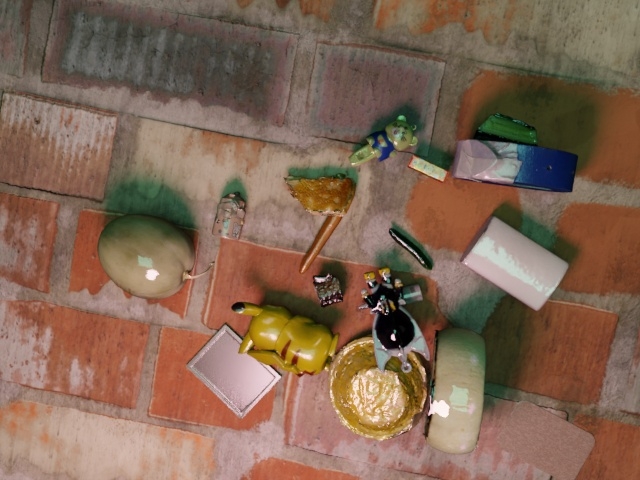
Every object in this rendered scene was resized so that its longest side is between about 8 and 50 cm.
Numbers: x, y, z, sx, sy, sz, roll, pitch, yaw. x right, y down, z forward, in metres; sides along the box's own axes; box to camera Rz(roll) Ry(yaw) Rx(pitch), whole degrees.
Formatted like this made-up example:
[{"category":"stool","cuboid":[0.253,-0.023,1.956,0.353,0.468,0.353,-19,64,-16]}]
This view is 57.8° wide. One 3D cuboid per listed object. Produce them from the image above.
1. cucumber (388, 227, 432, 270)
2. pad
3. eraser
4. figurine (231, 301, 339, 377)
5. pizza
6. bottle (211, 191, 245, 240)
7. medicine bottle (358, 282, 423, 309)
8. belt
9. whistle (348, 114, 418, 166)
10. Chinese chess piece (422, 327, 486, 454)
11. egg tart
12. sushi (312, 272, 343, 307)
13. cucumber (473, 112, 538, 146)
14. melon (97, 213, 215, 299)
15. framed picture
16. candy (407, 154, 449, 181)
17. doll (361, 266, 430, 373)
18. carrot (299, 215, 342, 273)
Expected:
[{"category":"cucumber","cuboid":[0.281,0.025,1.797,0.184,0.033,0.036,43,70,2]},{"category":"pad","cuboid":[0.700,0.624,1.800,0.266,0.002,0.176,27,94,3]},{"category":"eraser","cuboid":[0.581,0.066,1.740,0.270,0.095,0.174,33,95,4]},{"category":"figurine","cuboid":[-0.110,0.305,1.777,0.327,0.169,0.218,27,132,15]},{"category":"pizza","cuboid":[-0.002,-0.137,1.788,0.227,0.069,0.147,-2,67,4]},{"category":"bottle","cuboid":[-0.282,-0.081,1.811,0.099,0.099,0.152,15,93,4]},{"category":"medicine bottle","cuboid":[0.215,0.184,1.797,0.199,0.057,0.057,-16,91,5]},{"category":"belt","cuboid":[0.560,-0.211,1.671,0.347,0.212,0.117,9,95,0]},{"category":"whistle","cuboid":[0.189,-0.294,1.764,0.228,0.085,0.105,-27,81,6]},{"category":"Chinese chess piece","cuboid":[0.377,0.423,1.647,0.147,0.349,0.348,6,93,11]},{"category":"egg tart","cuboid":[0.176,0.459,1.776,0.342,0.132,0.340,0,94,5]},{"category":"sushi","cuboid":[0.025,0.153,1.796,0.084,0.094,0.097,-15,75,2]},{"category":"cucumber","cuboid":[0.548,-0.314,1.734,0.193,0.115,0.085,10,137,0]},{"category":"melon","cuboid":[-0.524,0.048,1.761,0.308,0.272,0.271,31,95,31]},{"category":"framed picture","cuboid":[-0.281,0.423,1.874,0.252,0.014,0.197,43,95,2]},{"category":"candy","cuboid":[0.327,-0.218,1.766,0.122,0.062,0.038,25,95,4]},{"category":"doll","cuboid":[0.206,0.237,1.718,0.146,0.103,0.316,-13,82,-24]},{"category":"carrot","cuboid":[0.000,0.000,1.816,0.043,0.043,0.247,33,97,3]}]
